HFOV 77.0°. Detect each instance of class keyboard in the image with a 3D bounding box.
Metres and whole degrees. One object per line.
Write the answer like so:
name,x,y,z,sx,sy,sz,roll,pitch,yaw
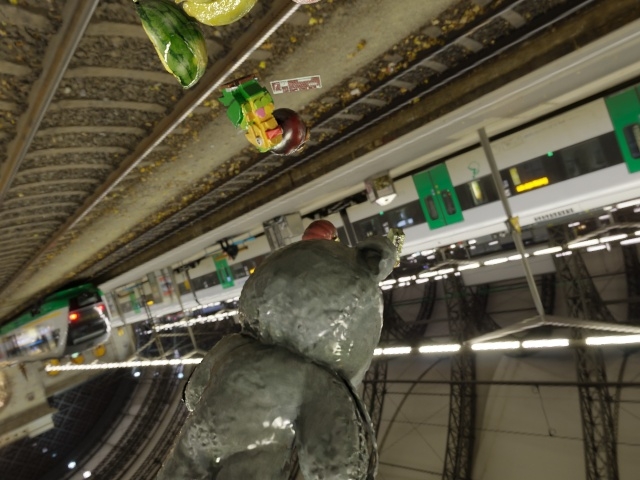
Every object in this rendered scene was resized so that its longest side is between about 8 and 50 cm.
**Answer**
keyboard,-0.081,-0.521,1.347,0.166,0.017,0.055,-5,157,6

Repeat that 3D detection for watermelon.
watermelon,-0.357,-0.507,1.000,0.127,0.232,0.204,-26,-157,2

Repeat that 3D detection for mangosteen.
mangosteen,-0.085,-0.278,1.049,0.140,0.140,0.140,-18,180,0

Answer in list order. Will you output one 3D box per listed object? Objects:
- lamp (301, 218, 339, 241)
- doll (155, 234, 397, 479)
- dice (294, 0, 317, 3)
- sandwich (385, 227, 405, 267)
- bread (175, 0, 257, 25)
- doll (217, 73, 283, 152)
lamp,0.000,0.000,0.937,0.090,0.101,0.101,15,-163,28
doll,-0.039,0.156,0.402,0.246,0.340,0.158,-5,150,44
dice,-0.024,-0.538,0.799,0.091,0.094,0.093,-15,-170,45
sandwich,0.206,0.020,1.125,0.036,0.104,0.093,9,150,-10
bread,-0.164,-0.448,0.704,0.188,0.065,0.149,-25,174,4
doll,-0.161,-0.297,0.946,0.106,0.186,0.134,-37,-175,-30
